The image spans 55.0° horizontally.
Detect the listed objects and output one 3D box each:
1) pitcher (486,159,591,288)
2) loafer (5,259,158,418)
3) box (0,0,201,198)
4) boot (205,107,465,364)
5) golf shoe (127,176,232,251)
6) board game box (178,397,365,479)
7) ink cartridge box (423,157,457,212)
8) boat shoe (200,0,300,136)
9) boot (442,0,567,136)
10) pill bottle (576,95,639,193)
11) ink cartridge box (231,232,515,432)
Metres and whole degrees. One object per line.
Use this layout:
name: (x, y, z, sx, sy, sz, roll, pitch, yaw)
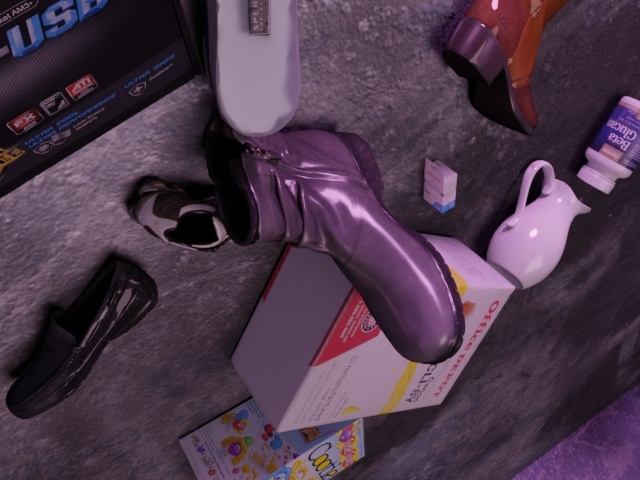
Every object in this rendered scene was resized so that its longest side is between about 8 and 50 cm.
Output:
pitcher: (0.392, -0.029, 1.148, 0.177, 0.125, 0.207, 43, 81, -30)
loafer: (-0.292, 0.112, 0.725, 0.223, 0.076, 0.078, -46, 135, -5)
box: (-0.246, -0.143, 0.444, 0.295, 0.073, 0.293, -35, 170, -11)
boot: (0.000, 0.000, 0.683, 0.222, 0.338, 0.118, 1, 138, -43)
golf shoe: (-0.126, -0.016, 0.735, 0.198, 0.094, 0.077, 2, 121, -42)
board game box: (-0.076, 0.357, 1.055, 0.275, 0.144, 0.142, -26, 137, -19)
ink cartridge box: (0.187, -0.091, 0.963, 0.028, 0.048, 0.083, -27, 138, -19)
boat shoe: (-0.064, -0.256, 0.566, 0.113, 0.105, 0.307, -11, 116, -21)
boot: (0.312, -0.314, 0.874, 0.264, 0.096, 0.281, 34, 92, -42)
pill bottle: (0.567, -0.178, 1.169, 0.094, 0.094, 0.169, 10, 117, -44)
ink cartridge box: (0.095, 0.134, 0.992, 0.384, 0.160, 0.279, 5, 120, -42)
